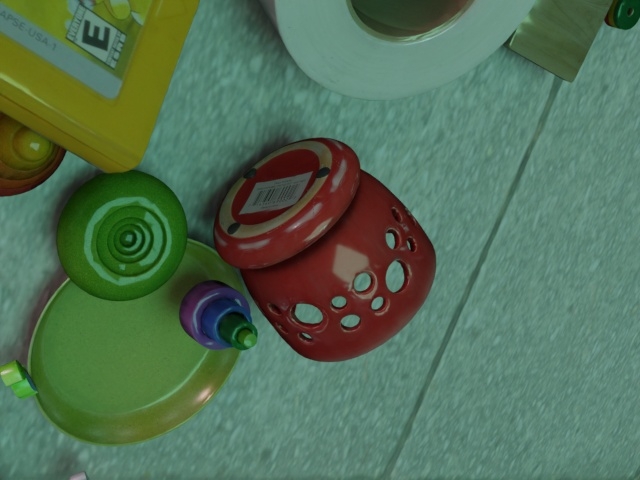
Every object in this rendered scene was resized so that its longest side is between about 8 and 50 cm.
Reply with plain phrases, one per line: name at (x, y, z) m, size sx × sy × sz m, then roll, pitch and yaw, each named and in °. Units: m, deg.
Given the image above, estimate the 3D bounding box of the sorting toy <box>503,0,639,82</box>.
sorting toy at (0.271, -0.277, 1.099) m, size 0.274 × 0.046 × 0.132 m, roll 15°, pitch 103°, yaw -40°

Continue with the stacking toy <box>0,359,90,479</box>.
stacking toy at (-0.327, 0.227, 0.889) m, size 0.167 × 0.052 × 0.221 m, roll -22°, pitch 124°, yaw -10°

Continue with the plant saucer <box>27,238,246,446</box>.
plant saucer at (-0.189, 0.100, 0.960) m, size 0.241 × 0.037 × 0.241 m, roll -16°, pitch 120°, yaw -28°

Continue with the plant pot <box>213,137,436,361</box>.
plant pot at (0.000, 0.000, 0.952) m, size 0.191 × 0.191 × 0.174 m, roll -43°, pitch 123°, yaw -11°

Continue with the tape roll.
tape roll at (0.075, -0.274, 0.860) m, size 0.286 × 0.100 × 0.286 m, roll -14°, pitch 138°, yaw -13°

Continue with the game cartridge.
game cartridge at (-0.222, -0.246, 0.673) m, size 0.323 × 0.052 × 0.285 m, roll 33°, pitch 64°, yaw -42°

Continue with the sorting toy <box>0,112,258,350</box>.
sorting toy at (-0.174, -0.008, 0.819) m, size 0.127 × 0.126 × 0.365 m, roll -50°, pitch 121°, yaw -11°
